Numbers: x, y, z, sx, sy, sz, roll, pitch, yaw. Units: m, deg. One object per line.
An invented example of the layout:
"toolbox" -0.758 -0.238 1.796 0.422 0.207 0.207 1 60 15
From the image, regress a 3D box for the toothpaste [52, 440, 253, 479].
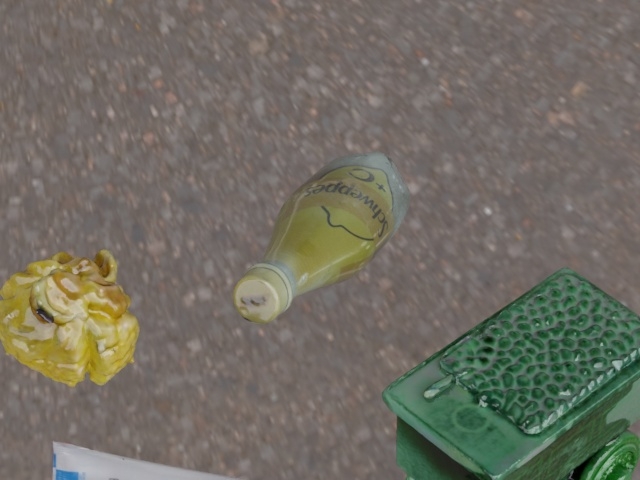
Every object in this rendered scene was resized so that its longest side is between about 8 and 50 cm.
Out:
"toothpaste" -0.073 0.155 0.964 0.190 0.048 0.031 13 150 -30

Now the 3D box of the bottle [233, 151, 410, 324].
"bottle" 0.000 0.000 1.249 0.083 0.269 0.083 7 112 17

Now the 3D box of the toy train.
"toy train" 0.179 0.168 1.407 0.266 0.145 0.201 -31 141 -30

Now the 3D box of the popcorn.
"popcorn" -0.146 0.044 0.914 0.084 0.084 0.084 -4 111 -11
